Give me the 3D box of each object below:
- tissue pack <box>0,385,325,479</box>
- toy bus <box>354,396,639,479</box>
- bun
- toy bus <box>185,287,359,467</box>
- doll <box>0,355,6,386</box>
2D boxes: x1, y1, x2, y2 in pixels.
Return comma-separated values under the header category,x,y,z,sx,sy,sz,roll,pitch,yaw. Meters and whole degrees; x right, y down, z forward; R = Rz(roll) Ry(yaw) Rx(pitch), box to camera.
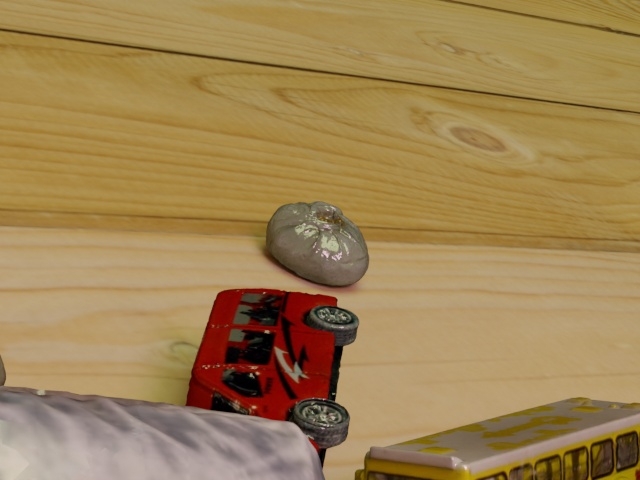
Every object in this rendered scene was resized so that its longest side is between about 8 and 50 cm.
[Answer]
category,x,y,z,sx,sy,sz,roll,pitch,yaw
tissue pack,-0.096,0.197,0.332,0.259,0.122,0.361,11,46,-27
toy bus,0.118,0.138,0.859,0.081,0.074,0.226,3,5,42
bun,0.000,0.000,1.148,0.083,0.045,0.083,16,27,-9
toy bus,-0.030,0.095,0.857,0.089,0.081,0.195,10,22,-1
doll,-0.205,0.118,0.537,0.228,0.154,0.258,15,21,-28
